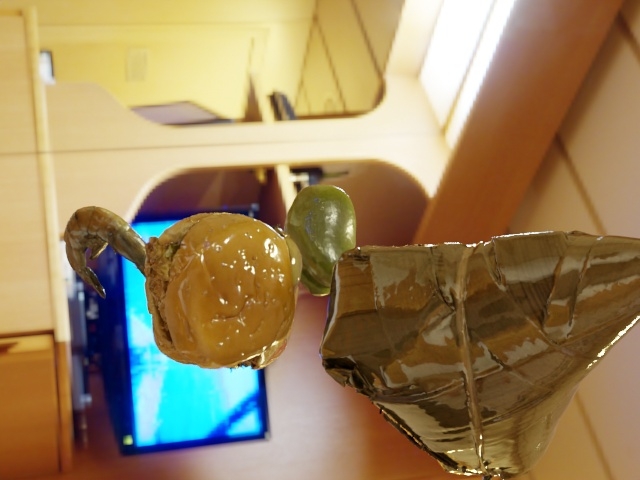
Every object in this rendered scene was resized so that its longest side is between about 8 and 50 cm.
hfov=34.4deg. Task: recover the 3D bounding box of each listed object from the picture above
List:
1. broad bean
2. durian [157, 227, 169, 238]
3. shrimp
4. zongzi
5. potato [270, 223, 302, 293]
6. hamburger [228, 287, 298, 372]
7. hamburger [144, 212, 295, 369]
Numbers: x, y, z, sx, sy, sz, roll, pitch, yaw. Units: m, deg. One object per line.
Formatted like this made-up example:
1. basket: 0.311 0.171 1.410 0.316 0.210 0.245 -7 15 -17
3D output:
1. broad bean: 0.000 0.000 1.590 0.082 0.124 0.175 -32 -121 48
2. durian: -0.261 0.037 2.004 0.250 0.101 0.139 -49 136 -85
3. shrimp: -0.363 0.036 1.828 0.150 0.217 0.051 -48 -175 23
4. zongzi: 0.304 0.177 1.262 0.466 0.500 0.218 -4 -124 36
5. potato: -0.083 0.074 1.347 0.089 0.172 0.101 45 -6 19
6. hamburger: -0.117 0.153 1.989 0.231 0.106 0.231 12 90 -73
7. hamburger: -0.090 0.043 0.932 0.083 0.147 0.138 -2 -80 44
